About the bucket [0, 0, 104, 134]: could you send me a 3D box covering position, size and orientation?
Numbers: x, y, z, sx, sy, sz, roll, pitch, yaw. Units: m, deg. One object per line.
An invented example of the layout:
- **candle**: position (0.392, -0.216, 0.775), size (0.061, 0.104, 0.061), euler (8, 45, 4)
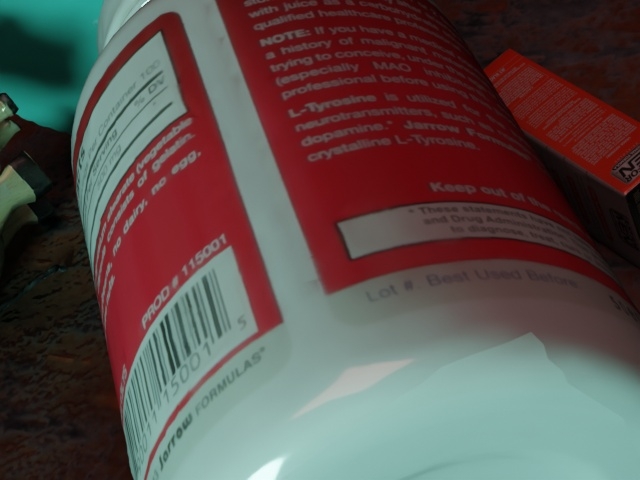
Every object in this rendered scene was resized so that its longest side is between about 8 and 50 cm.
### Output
- **bucket**: position (-0.140, -0.210, 0.905), size (0.281, 0.281, 0.183), euler (-11, 52, 21)

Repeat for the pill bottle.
- **pill bottle**: position (0.000, 0.000, 0.663), size (0.229, 0.229, 0.407), euler (-27, 43, 5)

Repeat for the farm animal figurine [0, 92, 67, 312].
- **farm animal figurine**: position (-0.328, -0.055, 0.915), size (0.172, 0.330, 0.327), euler (-43, 72, -15)

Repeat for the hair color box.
- **hair color box**: position (0.143, -0.046, 0.739), size (0.043, 0.072, 0.141), euler (-39, 44, -8)
